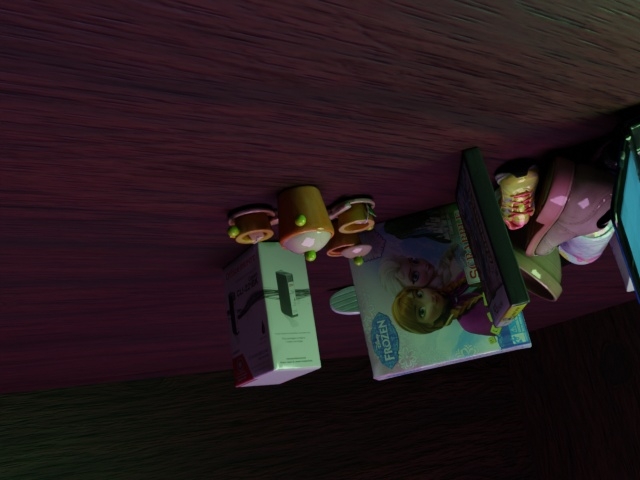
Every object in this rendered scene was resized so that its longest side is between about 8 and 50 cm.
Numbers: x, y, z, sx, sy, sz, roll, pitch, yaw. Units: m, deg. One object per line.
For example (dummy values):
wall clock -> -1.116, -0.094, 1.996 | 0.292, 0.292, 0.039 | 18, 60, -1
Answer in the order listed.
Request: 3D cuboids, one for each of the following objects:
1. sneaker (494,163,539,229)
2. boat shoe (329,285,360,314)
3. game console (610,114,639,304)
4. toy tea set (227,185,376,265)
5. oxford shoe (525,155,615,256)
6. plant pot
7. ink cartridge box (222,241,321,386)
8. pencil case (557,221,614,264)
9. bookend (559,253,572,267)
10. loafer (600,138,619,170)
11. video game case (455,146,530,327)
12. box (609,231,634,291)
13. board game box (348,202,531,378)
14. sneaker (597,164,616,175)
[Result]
sneaker -> 0.383, -0.080, 1.368 | 0.081, 0.094, 0.208 | -12, 162, 8
boat shoe -> 0.136, 0.169, 2.054 | 0.226, 0.083, 0.076 | -11, 163, -6
game console -> 0.595, -0.067, 1.188 | 0.250, 0.173, 0.293 | -27, 135, 14
toy tea set -> 0.000, 0.000, 1.317 | 0.200, 0.124, 0.336 | -25, 159, 39
oxford shoe -> 0.500, -0.039, 1.429 | 0.146, 0.140, 0.397 | 12, 168, 12
plant pot -> 0.493, 0.036, 1.714 | 0.109, 0.237, 0.237 | -53, 161, -2
ink cartridge box -> -0.110, 0.157, 1.517 | 0.114, 0.273, 0.197 | 3, 159, -31
pencil case -> 0.624, -0.025, 1.689 | 0.124, 0.113, 0.273 | 20, 172, 17
bookend -> 0.598, 0.049, 1.989 | 0.157, 0.072, 0.156 | 3, 157, -39
loafer -> 0.599, -0.152, 1.303 | 0.223, 0.076, 0.078 | -8, 155, -23
video game case -> 0.298, 0.005, 1.271 | 0.035, 0.275, 0.248 | -15, 164, 4
box -> 0.749, -0.005, 1.654 | 0.119, 0.181, 0.182 | -13, 148, 11
board game box -> 0.232, 0.097, 1.463 | 0.318, 0.318, 0.066 | -16, 162, 12
sneaker -> 0.578, -0.125, 1.365 | 0.059, 0.053, 0.144 | -20, -163, 4
